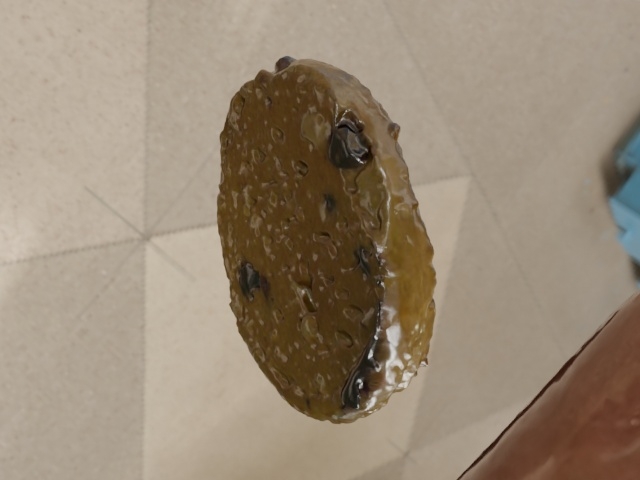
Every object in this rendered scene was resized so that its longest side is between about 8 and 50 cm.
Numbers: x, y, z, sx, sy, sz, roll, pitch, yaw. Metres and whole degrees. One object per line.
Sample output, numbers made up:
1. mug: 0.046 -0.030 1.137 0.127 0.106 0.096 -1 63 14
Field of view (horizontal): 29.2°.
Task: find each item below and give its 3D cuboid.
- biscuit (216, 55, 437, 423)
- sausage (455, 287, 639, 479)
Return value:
1. biscuit: 0.002 0.000 0.983 0.075 0.296 0.296 -8 130 -30
2. sausage: 0.014 0.170 0.395 0.433 0.088 0.088 -52 153 22
